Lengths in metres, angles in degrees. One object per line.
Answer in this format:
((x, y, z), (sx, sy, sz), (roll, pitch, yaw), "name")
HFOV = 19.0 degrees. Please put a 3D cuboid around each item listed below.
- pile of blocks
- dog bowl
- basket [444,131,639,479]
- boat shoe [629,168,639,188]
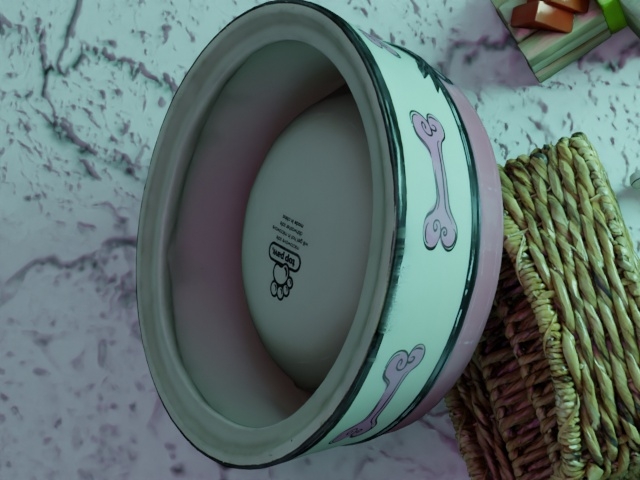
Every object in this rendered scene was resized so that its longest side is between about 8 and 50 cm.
((0.326, -0.253, 1.767), (0.362, 0.112, 0.149), (-8, 75, 14), "pile of blocks")
((0.000, 0.000, 1.689), (0.408, 0.150, 0.408), (-13, 74, 53), "dog bowl")
((0.186, 0.084, 1.674), (0.223, 0.213, 0.299), (-21, 72, 10), "basket")
((0.336, -0.055, 1.760), (0.100, 0.035, 0.035), (-9, 72, 7), "boat shoe")
